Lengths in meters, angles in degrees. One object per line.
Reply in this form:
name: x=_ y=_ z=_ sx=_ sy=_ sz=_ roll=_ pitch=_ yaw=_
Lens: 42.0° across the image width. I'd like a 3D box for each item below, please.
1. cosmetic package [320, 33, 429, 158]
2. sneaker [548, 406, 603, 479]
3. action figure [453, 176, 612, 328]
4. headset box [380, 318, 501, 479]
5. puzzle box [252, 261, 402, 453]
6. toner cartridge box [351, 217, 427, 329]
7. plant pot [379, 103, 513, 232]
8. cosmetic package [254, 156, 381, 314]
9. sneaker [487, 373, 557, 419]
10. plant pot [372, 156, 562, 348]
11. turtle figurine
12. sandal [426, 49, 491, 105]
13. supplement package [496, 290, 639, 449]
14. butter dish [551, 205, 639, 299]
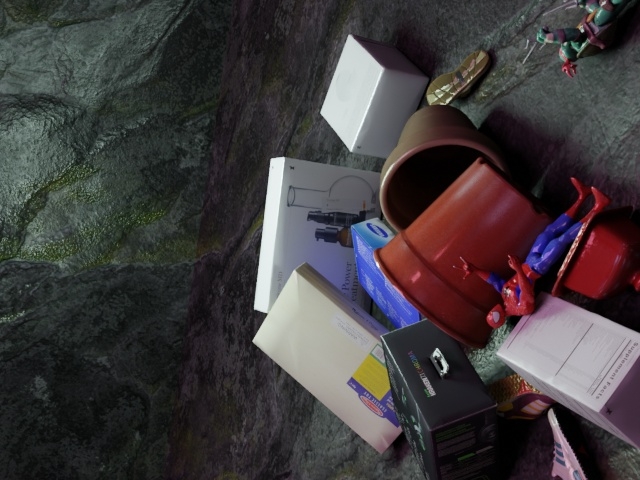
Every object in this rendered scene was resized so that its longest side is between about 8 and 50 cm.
cosmetic package: x=0.130 y=-0.355 z=2.062 sx=0.224 sy=0.138 sz=0.224 roll=-68 pitch=29 yaw=27
sneaker: x=0.413 y=0.365 z=1.419 sx=0.075 sy=0.057 sz=0.161 roll=-49 pitch=44 yaw=34
action figure: x=0.335 y=0.013 z=1.363 sx=0.280 sy=0.139 sz=0.091 roll=-59 pitch=23 yaw=7
headset box: x=0.227 y=0.318 z=1.580 sx=0.246 sy=0.131 sz=0.283 roll=-117 pitch=10 yaw=-50
puzzle box: x=0.054 y=0.270 z=1.886 sx=0.409 sy=0.052 sz=0.272 roll=40 pitch=130 yaw=10
toner cartridge box: x=0.176 y=0.100 z=1.868 sx=0.348 sy=0.075 sz=0.165 roll=-128 pitch=25 yaw=-54
plant pot: x=0.249 y=-0.157 z=1.709 sx=0.229 sy=0.263 sz=0.263 roll=-87 pitch=20 yaw=-51
cosmetic package: x=0.000 y=0.000 z=2.071 sx=0.097 sy=0.284 sz=0.377 roll=-175 pitch=91 yaw=-66
sneaker: x=0.392 y=0.274 z=1.492 sx=0.185 sy=0.084 sz=0.069 roll=-20 pitch=40 yaw=35
plant pot: x=0.284 y=0.010 z=1.522 sx=0.265 sy=0.272 sz=0.272 roll=-50 pitch=37 yaw=15
turtle figurine: x=0.465 y=-0.382 z=1.444 sx=0.175 sy=0.118 sz=0.234 roll=-51 pitch=4 yaw=-41
sandal: x=0.307 y=-0.345 z=1.820 sx=0.180 sy=0.049 sz=0.072 roll=-36 pitch=57 yaw=37
supplement package: x=0.424 y=0.200 z=1.310 sx=0.139 sy=0.134 sz=0.244 roll=-53 pitch=28 yaw=-4
butter dish: x=0.469 y=0.038 z=1.325 sx=0.118 sy=0.160 sz=0.160 roll=37 pitch=120 yaw=34
